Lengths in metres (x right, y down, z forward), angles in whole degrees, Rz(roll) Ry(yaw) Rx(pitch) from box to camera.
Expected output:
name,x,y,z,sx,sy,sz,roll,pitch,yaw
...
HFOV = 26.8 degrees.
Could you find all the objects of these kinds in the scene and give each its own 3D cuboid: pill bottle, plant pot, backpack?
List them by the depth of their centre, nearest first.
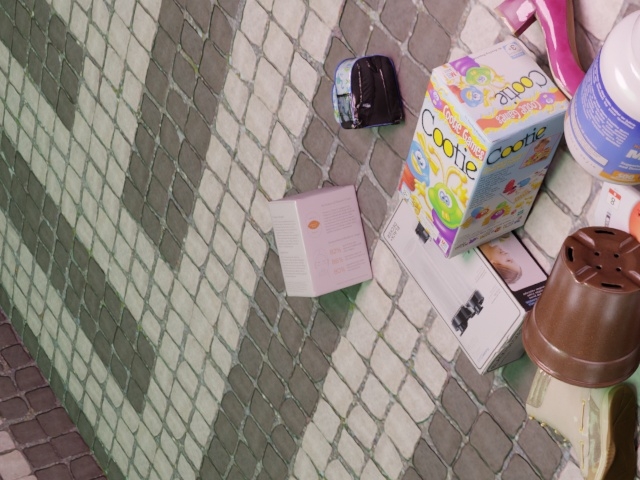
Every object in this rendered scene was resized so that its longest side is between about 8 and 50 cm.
name,x,y,z,sx,sy,sz,roll,pitch,yaw
pill bottle,0.392,-0.181,1.587,0.152,0.152,0.272,63,167,15
plant pot,0.365,0.080,1.784,0.167,0.167,0.165,46,145,34
backpack,0.068,-0.237,2.149,0.084,0.105,0.114,2,101,54

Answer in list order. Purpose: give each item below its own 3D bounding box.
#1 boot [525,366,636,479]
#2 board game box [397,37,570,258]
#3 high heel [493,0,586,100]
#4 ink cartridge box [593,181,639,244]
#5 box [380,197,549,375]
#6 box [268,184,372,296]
name,x,y,z,sx,sy,sz,roll,pitch,yaw
boot,0.375,0.289,1.960,0.165,0.077,0.213,20,115,50
board game box,0.224,-0.125,1.887,0.142,0.144,0.275,56,155,25
high heel,0.349,-0.259,1.789,0.117,0.082,0.244,-41,77,12
ink cartridge box,0.421,0.016,1.805,0.145,0.045,0.179,43,133,38
box,0.228,0.040,2.054,0.290,0.087,0.169,55,142,26
box,0.000,0.000,2.328,0.091,0.130,0.170,-1,102,56
